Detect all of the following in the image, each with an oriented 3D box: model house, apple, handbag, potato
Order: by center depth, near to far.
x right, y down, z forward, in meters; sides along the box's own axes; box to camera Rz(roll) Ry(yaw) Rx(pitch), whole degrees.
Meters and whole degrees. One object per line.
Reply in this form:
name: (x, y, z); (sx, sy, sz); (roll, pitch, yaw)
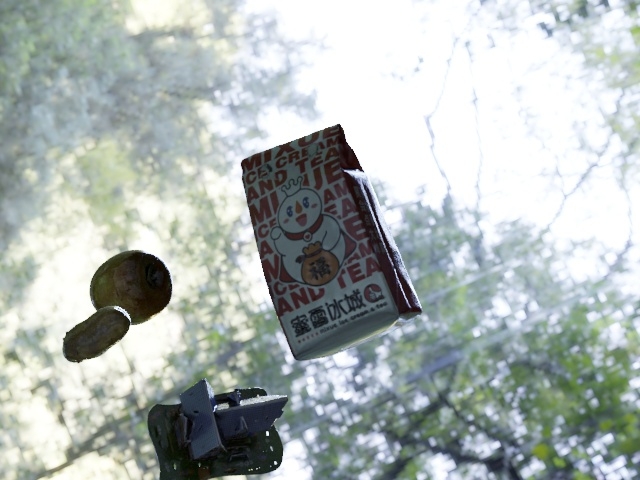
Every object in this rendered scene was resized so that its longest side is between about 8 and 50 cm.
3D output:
potato: (-0.237, 0.101, 1.274); (0.040, 0.083, 0.051); (53, 11, -40)
model house: (-0.118, 0.228, 1.470); (0.088, 0.167, 0.117); (124, -43, -58)
handbag: (0.000, 0.000, 1.616); (0.298, 0.171, 0.151); (67, 16, 7)
apple: (-0.263, 0.063, 1.658); (0.102, 0.114, 0.099); (-24, -68, 32)
